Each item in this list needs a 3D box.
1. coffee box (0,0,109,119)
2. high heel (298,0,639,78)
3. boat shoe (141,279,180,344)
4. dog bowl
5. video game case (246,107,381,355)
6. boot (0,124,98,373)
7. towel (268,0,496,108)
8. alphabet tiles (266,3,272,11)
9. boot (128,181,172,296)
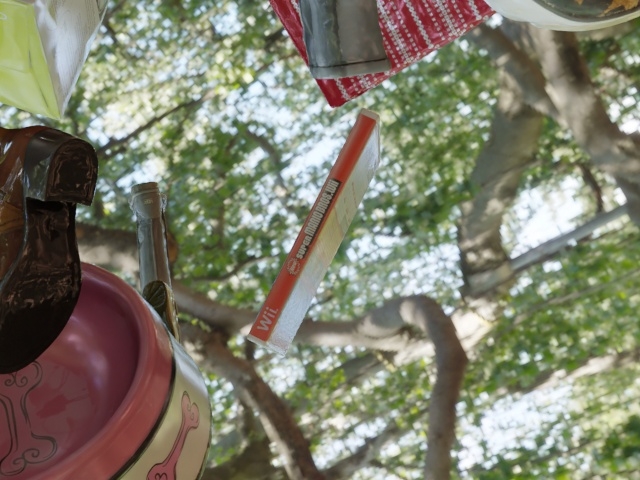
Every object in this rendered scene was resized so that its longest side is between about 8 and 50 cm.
[{"bbox_3d":[-0.486,-0.424,1.297,0.337,0.338,0.334,17,-109,-4],"label":"coffee box"},{"bbox_3d":[0.098,-0.196,0.454,0.093,0.261,0.186,-147,44,-64],"label":"high heel"},{"bbox_3d":[-0.223,0.133,1.318,0.048,0.056,0.153,49,-154,-60],"label":"boat shoe"},{"bbox_3d":[-0.331,0.183,1.010,0.408,0.407,0.150,-84,-10,-47],"label":"dog bowl"},{"bbox_3d":[0.000,0.000,1.099,0.025,0.285,0.204,25,172,8],"label":"video game case"},{"bbox_3d":[-0.380,-0.012,1.027,0.096,0.280,0.264,5,-83,-50],"label":"boot"},{"bbox_3d":[0.056,-0.269,0.916,0.031,0.275,0.199,-39,-79,-47],"label":"towel"},{"bbox_3d":[-0.008,-0.447,1.476,0.009,0.237,0.198,35,-111,-20],"label":"alphabet tiles"},{"bbox_3d":[-0.301,0.013,1.677,0.189,0.076,0.209,101,154,-81],"label":"boot"}]
